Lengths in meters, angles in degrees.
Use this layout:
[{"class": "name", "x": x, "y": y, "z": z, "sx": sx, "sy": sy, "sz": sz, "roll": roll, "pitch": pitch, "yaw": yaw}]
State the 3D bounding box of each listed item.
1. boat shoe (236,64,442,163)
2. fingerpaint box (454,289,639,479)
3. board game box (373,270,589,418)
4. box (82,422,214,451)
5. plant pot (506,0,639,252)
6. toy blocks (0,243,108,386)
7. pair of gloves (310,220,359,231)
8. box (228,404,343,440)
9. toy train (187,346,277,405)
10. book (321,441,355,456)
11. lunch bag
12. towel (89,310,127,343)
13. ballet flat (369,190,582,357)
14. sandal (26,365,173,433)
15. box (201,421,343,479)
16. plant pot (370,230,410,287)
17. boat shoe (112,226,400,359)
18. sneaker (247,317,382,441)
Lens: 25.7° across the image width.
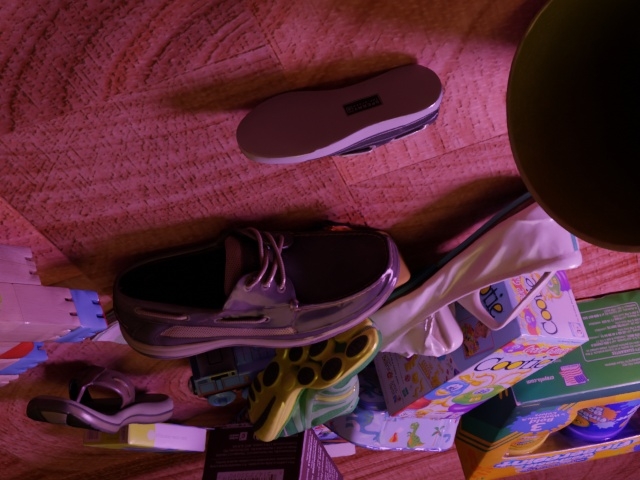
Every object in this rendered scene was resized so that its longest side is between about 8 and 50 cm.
[{"class": "boat shoe", "x": 0.022, "y": -0.116, "z": 1.453, "sx": 0.219, "sy": 0.078, "sz": 0.070, "roll": -14, "pitch": 153, "yaw": -5}, {"class": "fingerpaint box", "x": 0.461, "y": 0.233, "z": 2.290, "sx": 0.444, "sy": 0.163, "sz": 0.371, "roll": -9, "pitch": 153, "yaw": -12}, {"class": "board game box", "x": 0.216, "y": 0.134, "z": 1.983, "sx": 0.142, "sy": 0.144, "sz": 0.275, "roll": 7, "pitch": 147, "yaw": -39}, {"class": "box", "x": -0.261, "y": 0.301, "z": 2.148, "sx": 0.109, "sy": 0.042, "sz": 0.178, "roll": -9, "pitch": 164, "yaw": 41}, {"class": "plant pot", "x": 0.383, "y": -0.139, "z": 1.432, "sx": 0.293, "sy": 0.275, "sz": 0.275, "roll": -9, "pitch": 158, "yaw": -49}, {"class": "toy blocks", "x": -0.428, "y": 0.111, "z": 1.595, "sx": 0.381, "sy": 0.191, "sz": 0.261, "roll": -28, "pitch": 163, "yaw": 24}, {"class": "pair of gloves", "x": 0.000, "y": 0.000, "z": 1.752, "sx": 0.083, "sy": 0.010, "sz": 0.074, "roll": -31, "pitch": 150, "yaw": 31}, {"class": "box", "x": -0.011, "y": 0.277, "z": 2.264, "sx": 0.233, "sy": 0.044, "sz": 0.159, "roll": 1, "pitch": 151, "yaw": -30}, {"class": "toy train", "x": -0.100, "y": 0.175, "z": 1.977, "sx": 0.184, "sy": 0.080, "sz": 0.105, "roll": -13, "pitch": 148, "yaw": -4}, {"class": "book", "x": -0.024, "y": 0.350, "z": 2.360, "sx": 0.096, "sy": 0.035, "sz": 0.144, "roll": 0, "pitch": 175, "yaw": -39}, {"class": "lunch bag", "x": 0.090, "y": 0.246, "z": 2.125, "sx": 0.219, "sy": 0.176, "sz": 0.090, "roll": 8, "pitch": 104, "yaw": -36}, {"class": "towel", "x": -0.218, "y": 0.113, "z": 1.850, "sx": 0.113, "sy": 0.023, "sz": 0.152, "roll": -31, "pitch": 150, "yaw": 31}, {"class": "ballet flat", "x": 0.174, "y": 0.076, "z": 1.831, "sx": 0.139, "sy": 0.139, "sz": 0.400, "roll": 14, "pitch": 142, "yaw": -45}, {"class": "sandal", "x": -0.305, "y": 0.215, "z": 1.945, "sx": 0.120, "sy": 0.086, "sz": 0.303, "roll": 5, "pitch": 179, "yaw": 20}, {"class": "box", "x": -0.076, "y": 0.404, "z": 2.203, "sx": 0.168, "sy": 0.167, "sz": 0.203, "roll": -6, "pitch": 144, "yaw": 17}, {"class": "plant pot", "x": 0.067, "y": 0.036, "z": 1.785, "sx": 0.081, "sy": 0.081, "sz": 0.083, "roll": -33, "pitch": 168, "yaw": 32}, {"class": "boat shoe", "x": -0.081, "y": 0.055, "z": 1.676, "sx": 0.355, "sy": 0.132, "sz": 0.130, "roll": -15, "pitch": 151, "yaw": 5}, {"class": "sneaker", "x": 0.003, "y": 0.173, "z": 1.883, "sx": 0.123, "sy": 0.109, "sz": 0.295, "roll": -2, "pitch": 152, "yaw": -33}]
